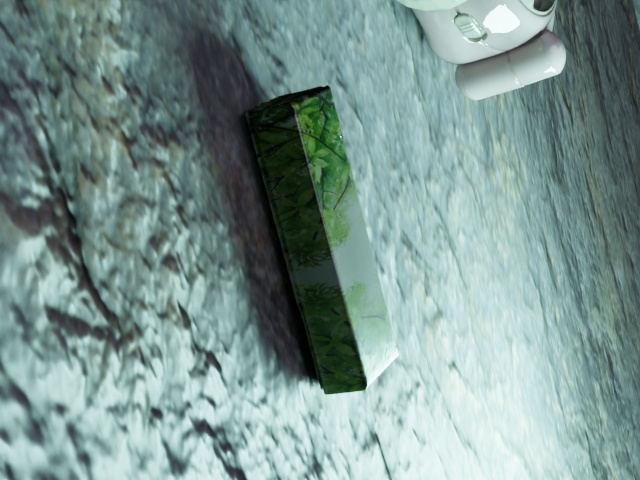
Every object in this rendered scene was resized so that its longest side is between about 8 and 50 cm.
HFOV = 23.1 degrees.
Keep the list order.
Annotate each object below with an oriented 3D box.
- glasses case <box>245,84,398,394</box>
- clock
[{"bbox_3d":[0.000,0.000,1.451,0.095,0.062,0.272,-34,112,-62],"label":"glasses case"},{"bbox_3d":[0.178,-0.384,1.961,0.326,0.184,0.342,47,32,-49],"label":"clock"}]
